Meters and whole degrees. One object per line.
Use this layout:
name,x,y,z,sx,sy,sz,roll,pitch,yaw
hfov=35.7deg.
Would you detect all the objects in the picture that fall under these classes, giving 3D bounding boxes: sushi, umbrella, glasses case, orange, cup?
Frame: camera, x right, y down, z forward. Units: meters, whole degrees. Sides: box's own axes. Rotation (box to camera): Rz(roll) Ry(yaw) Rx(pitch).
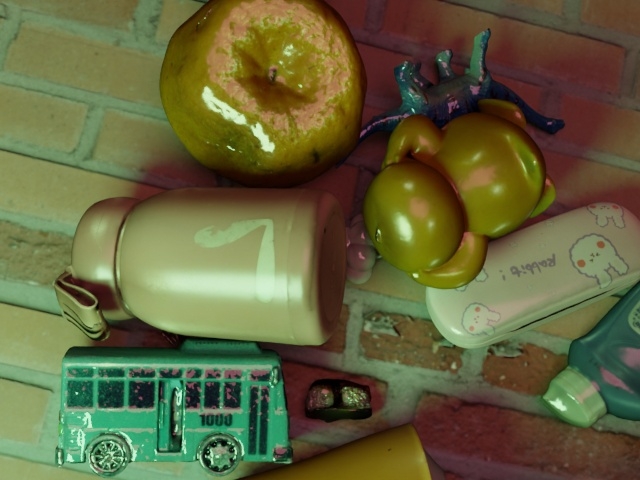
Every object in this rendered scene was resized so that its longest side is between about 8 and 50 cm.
sushi,0.021,0.191,1.199,0.083,0.044,0.046,4,57,-9
umbrella,-0.165,0.125,1.190,0.031,0.020,0.083,-32,90,-12
glasses case,0.272,0.041,1.232,0.296,0.075,0.113,-22,63,-10
orange,-0.072,-0.180,1.175,0.248,0.183,0.249,-1,93,-9
cup,0.021,0.333,1.115,0.263,0.182,0.226,-10,112,-3

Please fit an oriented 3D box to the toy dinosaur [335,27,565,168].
toy dinosaur,0.159,-0.186,1.270,0.329,0.076,0.144,-11,91,-19

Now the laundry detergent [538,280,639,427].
laundry detergent,0.403,0.136,1.235,0.289,0.094,0.143,-36,80,-10

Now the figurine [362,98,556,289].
figurine,0.158,-0.059,1.164,0.228,0.215,0.215,-26,84,2

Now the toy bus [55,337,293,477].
toy bus,-0.160,0.183,1.115,0.256,0.128,0.147,1,90,-8

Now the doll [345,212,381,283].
doll,0.000,0.000,1.215,0.162,0.062,0.106,10,82,-7

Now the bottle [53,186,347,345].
bottle,-0.132,0.032,1.100,0.296,0.173,0.206,4,38,12
